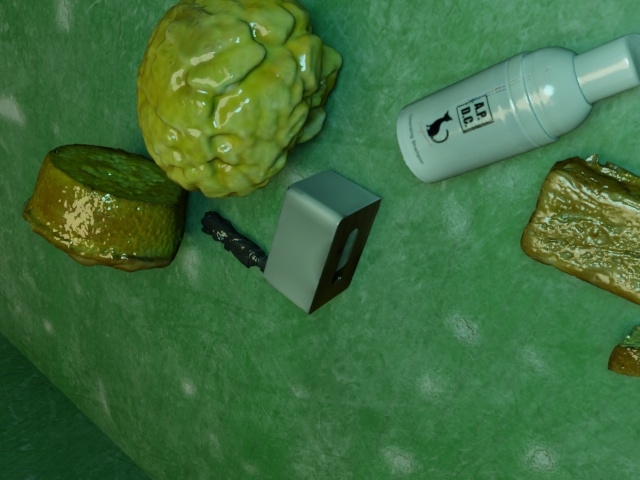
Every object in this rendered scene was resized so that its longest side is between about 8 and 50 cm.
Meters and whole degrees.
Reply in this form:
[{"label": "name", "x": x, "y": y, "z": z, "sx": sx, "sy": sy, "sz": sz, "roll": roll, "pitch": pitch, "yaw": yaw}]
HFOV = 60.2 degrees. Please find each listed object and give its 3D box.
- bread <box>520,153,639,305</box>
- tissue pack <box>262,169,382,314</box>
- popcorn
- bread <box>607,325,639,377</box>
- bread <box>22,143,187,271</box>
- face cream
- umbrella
[{"label": "bread", "x": 0.498, "y": 0.010, "z": 0.803, "sx": 0.380, "sy": 0.109, "sz": 0.185, "roll": 28, "pitch": 120, "yaw": 23}, {"label": "tissue pack", "x": -0.001, "y": 0.000, "z": 1.141, "sx": 0.136, "sy": 0.159, "sz": 0.246, "roll": 34, "pitch": 127, "yaw": 23}, {"label": "popcorn", "x": -0.172, "y": -0.282, "z": 1.010, "sx": 0.344, "sy": 0.354, "sz": 0.390, "roll": 40, "pitch": 85, "yaw": 16}, {"label": "bread", "x": 0.546, "y": 0.174, "z": 0.840, "sx": 0.187, "sy": 0.103, "sz": 0.065, "roll": -1, "pitch": 109, "yaw": 39}, {"label": "bread", "x": -0.506, "y": -0.083, "z": 1.346, "sx": 0.398, "sy": 0.398, "sz": 0.215, "roll": 32, "pitch": 112, "yaw": 22}, {"label": "face cream", "x": 0.302, "y": -0.207, "z": 0.826, "sx": 0.369, "sy": 0.145, "sz": 0.145, "roll": -19, "pitch": 98, "yaw": 41}, {"label": "umbrella", "x": -0.201, "y": 0.009, "z": 1.361, "sx": 0.235, "sy": 0.059, "sz": 0.066, "roll": 35, "pitch": 144, "yaw": 22}]
